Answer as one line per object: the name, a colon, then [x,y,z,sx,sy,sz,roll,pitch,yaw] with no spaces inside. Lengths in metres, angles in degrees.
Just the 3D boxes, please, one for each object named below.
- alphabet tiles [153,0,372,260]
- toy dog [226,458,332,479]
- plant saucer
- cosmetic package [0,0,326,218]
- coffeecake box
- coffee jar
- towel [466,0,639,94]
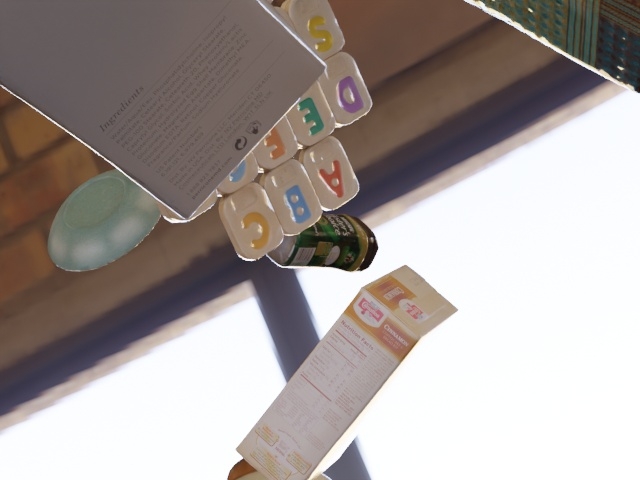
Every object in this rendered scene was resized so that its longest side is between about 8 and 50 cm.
alphabet tiles: [-0.069,-0.136,1.374,0.284,0.278,0.021,-33,16,-38]
toy dog: [-0.109,0.430,1.582,0.408,0.284,0.395,-45,-32,3]
plant saucer: [-0.310,-0.043,2.013,0.195,0.195,0.037,-27,-51,7]
cosmetic package: [-0.151,-0.166,0.866,0.138,0.224,0.224,-47,-40,5]
coffeecake box: [0.026,0.119,1.240,0.185,0.068,0.142,-52,-10,16]
coffee jar: [0.000,0.000,2.200,0.184,0.096,0.079,6,-62,-44]
towel: [0.169,-0.308,1.368,0.040,0.370,0.271,-49,-23,-20]
